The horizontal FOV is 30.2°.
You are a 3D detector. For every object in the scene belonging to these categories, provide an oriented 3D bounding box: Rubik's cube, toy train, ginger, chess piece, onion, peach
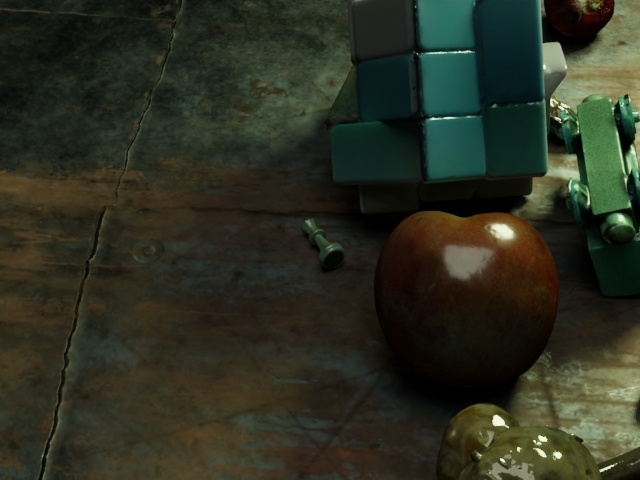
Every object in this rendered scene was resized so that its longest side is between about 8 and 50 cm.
[{"bbox_3d":[0.183,-0.239,1.780,0.358,0.388,0.368,-2,5,2],"label":"Rubik's cube"},{"bbox_3d":[0.430,-0.077,1.749,0.120,0.194,0.298,-12,43,17],"label":"toy train"},{"bbox_3d":[0.291,0.320,1.340,0.375,0.256,0.176,30,94,16],"label":"ginger"},{"bbox_3d":[0.000,0.000,1.783,0.042,0.042,0.093,-22,46,-17],"label":"chess piece"},{"bbox_3d":[0.455,-0.419,2.084,0.131,0.131,0.131,0,49,0],"label":"onion"},{"bbox_3d":[0.195,0.078,1.591,0.252,0.252,0.252,0,49,0],"label":"peach"}]

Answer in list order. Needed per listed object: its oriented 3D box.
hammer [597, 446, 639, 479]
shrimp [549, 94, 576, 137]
[{"bbox_3d":[0.463,0.273,1.539,0.439,0.044,0.168,-17,53,-14],"label":"hammer"},{"bbox_3d":[0.340,-0.266,1.986,0.317,0.062,0.164,42,42,19],"label":"shrimp"}]
